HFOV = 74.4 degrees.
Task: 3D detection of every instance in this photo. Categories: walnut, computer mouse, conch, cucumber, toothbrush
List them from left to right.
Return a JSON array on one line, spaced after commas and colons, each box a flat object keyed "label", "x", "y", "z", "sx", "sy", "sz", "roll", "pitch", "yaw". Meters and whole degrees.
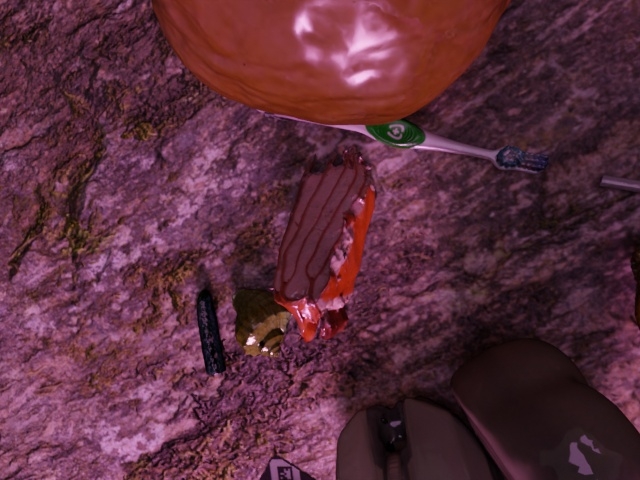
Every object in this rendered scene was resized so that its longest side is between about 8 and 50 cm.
[{"label": "cucumber", "x": -0.174, "y": 0.141, "z": 0.658, "sx": 0.032, "sy": 0.032, "sz": 0.132, "roll": -10, "pitch": 90, "yaw": 13}, {"label": "conch", "x": -0.089, "y": 0.121, "z": 0.631, "sx": 0.089, "sy": 0.074, "sz": 0.121, "roll": -28, "pitch": 64, "yaw": -14}, {"label": "walnut", "x": 0.011, "y": -0.298, "z": 0.463, "sx": 0.399, "sy": 0.308, "sz": 0.353, "roll": 15, "pitch": 75, "yaw": 14}, {"label": "toothbrush", "x": 0.095, "y": -0.154, "z": 0.591, "sx": 0.419, "sy": 0.040, "sz": 0.042, "roll": 18, "pitch": 97, "yaw": 16}, {"label": "computer mouse", "x": 0.150, "y": 0.418, "z": 0.513, "sx": 0.228, "sy": 0.145, "sz": 0.428, "roll": -23, "pitch": 78, "yaw": 21}]

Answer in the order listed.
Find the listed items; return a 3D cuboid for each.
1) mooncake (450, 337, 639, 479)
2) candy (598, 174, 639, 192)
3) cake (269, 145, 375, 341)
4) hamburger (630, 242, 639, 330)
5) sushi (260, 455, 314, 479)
[{"label": "mooncake", "x": 0.257, "y": 0.227, "z": 0.449, "sx": 0.135, "sy": 0.275, "sz": 0.274, "roll": -35, "pitch": 84, "yaw": 5}, {"label": "candy", "x": 0.523, "y": -0.034, "z": 0.472, "sx": 0.366, "sy": 0.124, "sz": 0.124, "roll": 14, "pitch": 95, "yaw": 20}, {"label": "cake", "x": 0.006, "y": 0.000, "z": 0.579, "sx": 0.098, "sy": 0.135, "sz": 0.286, "roll": 6, "pitch": 84, "yaw": 27}, {"label": "hamburger", "x": 0.452, "y": 0.064, "z": 0.455, "sx": 0.189, "sy": 0.122, "sz": 0.215, "roll": -37, "pitch": 83, "yaw": 34}, {"label": "sushi", "x": -0.034, "y": 0.484, "z": 0.628, "sx": 0.220, "sy": 0.047, "sz": 0.231, "roll": 28, "pitch": 97, "yaw": 10}]
